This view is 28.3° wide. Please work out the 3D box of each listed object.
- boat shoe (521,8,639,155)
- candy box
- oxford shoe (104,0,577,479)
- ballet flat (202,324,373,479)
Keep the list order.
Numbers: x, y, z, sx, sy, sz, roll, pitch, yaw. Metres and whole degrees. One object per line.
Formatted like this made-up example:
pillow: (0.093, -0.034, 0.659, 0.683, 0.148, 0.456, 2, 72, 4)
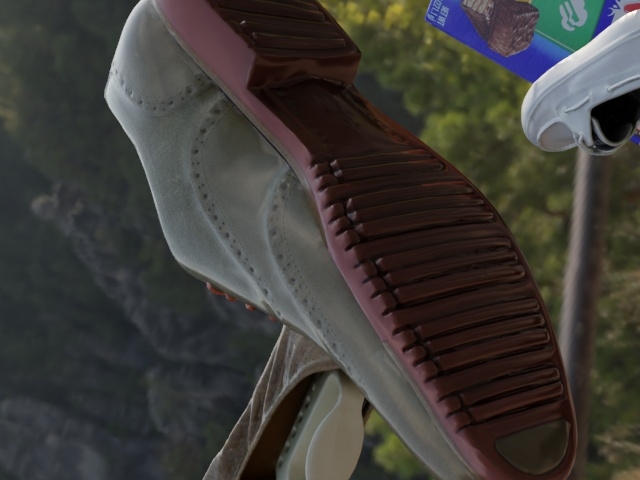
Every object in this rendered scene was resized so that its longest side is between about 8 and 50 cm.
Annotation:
boat shoe: (0.200, -0.094, 0.888, 0.184, 0.066, 0.063, 144, 131, -58)
candy box: (0.290, -0.273, 1.269, 0.317, 0.122, 0.268, 36, 120, 32)
oxford shoe: (0.000, 0.000, 0.653, 0.130, 0.123, 0.348, -50, 58, 32)
ballet flat: (-0.023, 0.197, 1.063, 0.342, 0.116, 0.124, -64, 24, 26)
